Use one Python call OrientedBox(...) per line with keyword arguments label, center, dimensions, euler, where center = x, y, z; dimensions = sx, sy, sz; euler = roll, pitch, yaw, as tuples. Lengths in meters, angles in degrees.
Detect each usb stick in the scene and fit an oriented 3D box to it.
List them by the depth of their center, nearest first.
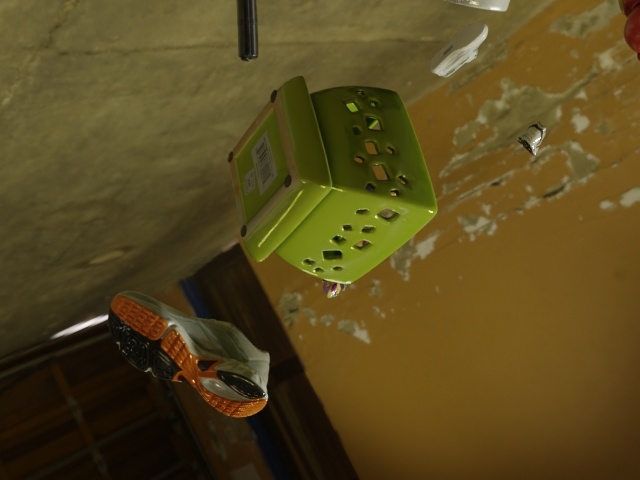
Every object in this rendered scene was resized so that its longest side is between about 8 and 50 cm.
OrientedBox(label="usb stick", center=(-0.158, -0.523, 1.461), dimensions=(0.045, 0.278, 0.077), euler=(-2, -165, -4))

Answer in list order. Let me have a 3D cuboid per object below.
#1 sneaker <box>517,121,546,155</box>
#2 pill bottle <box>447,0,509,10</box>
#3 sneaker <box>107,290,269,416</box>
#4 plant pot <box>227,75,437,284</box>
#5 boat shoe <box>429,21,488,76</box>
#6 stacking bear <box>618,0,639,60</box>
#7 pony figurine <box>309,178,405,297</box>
OrientedBox(label="sneaker", center=(0.359, -0.172, 1.155), dimensions=(0.044, 0.040, 0.109), euler=(-49, 172, 10))
OrientedBox(label="pill bottle", center=(0.286, -0.555, 1.137), dimensions=(0.176, 0.176, 0.319), euler=(-22, 130, -48))
OrientedBox(label="sneaker", center=(-0.187, 0.150, 1.015), dimensions=(0.099, 0.262, 0.121), euler=(-47, -167, 24))
OrientedBox(label="plant pot", center=(0.000, -0.090, 1.000), dimensions=(0.207, 0.228, 0.227), euler=(9, 144, -33))
OrientedBox(label="boat shoe", center=(0.350, -0.463, 1.694), dimensions=(0.063, 0.066, 0.184), euler=(21, 140, -29))
OrientedBox(label="stacking bear", center=(0.667, -0.489, 1.358), dimensions=(0.164, 0.289, 0.175), euler=(14, 155, 5))
OrientedBox(label="pony figurine", center=(0.060, -0.025, 1.927), dimensions=(0.363, 0.303, 0.351), euler=(-52, -147, -9))
